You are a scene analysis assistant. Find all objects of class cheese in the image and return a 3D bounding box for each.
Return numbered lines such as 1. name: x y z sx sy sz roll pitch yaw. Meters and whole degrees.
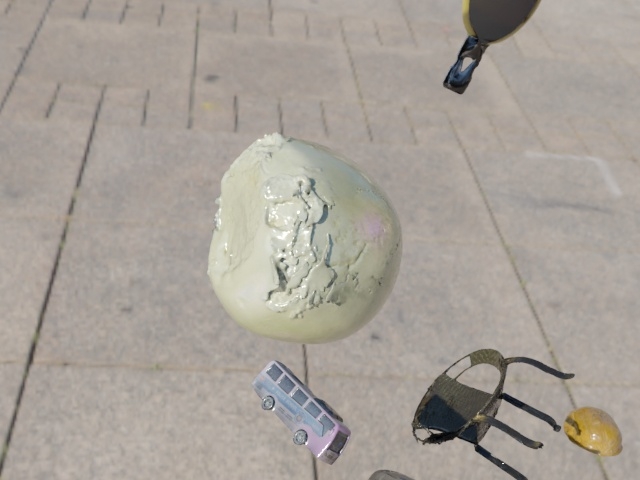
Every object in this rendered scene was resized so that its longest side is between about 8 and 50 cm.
1. cheese: 0.186 -0.240 1.099 0.086 0.163 0.036 23 13 -14

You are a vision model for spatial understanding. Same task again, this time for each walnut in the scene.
1. walnut: 0.439 0.295 1.565 0.091 0.052 0.121 12 16 -8

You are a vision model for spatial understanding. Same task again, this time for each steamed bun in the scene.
1. steamed bun: 0.000 0.000 1.581 0.311 0.334 0.233 8 -8 -36

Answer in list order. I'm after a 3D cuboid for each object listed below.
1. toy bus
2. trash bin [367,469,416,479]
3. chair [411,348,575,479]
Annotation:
1. toy bus: -0.021 0.183 1.060 0.130 0.052 0.037 39 -1 39
2. trash bin: 0.112 0.494 1.376 0.219 0.250 0.219 26 7 12
3. chair: 0.235 0.238 1.400 0.213 0.149 0.174 19 55 24
